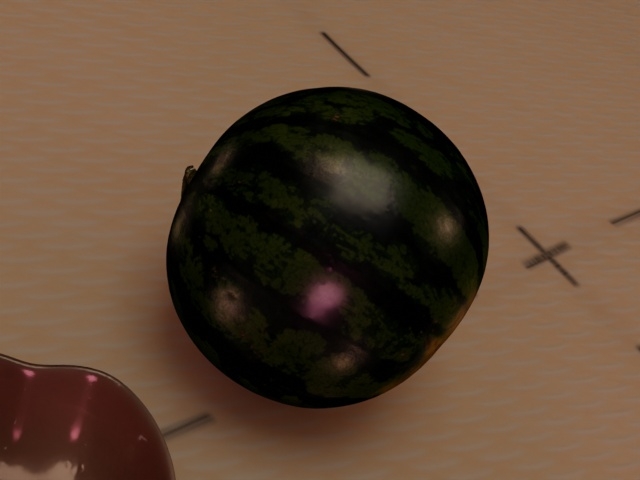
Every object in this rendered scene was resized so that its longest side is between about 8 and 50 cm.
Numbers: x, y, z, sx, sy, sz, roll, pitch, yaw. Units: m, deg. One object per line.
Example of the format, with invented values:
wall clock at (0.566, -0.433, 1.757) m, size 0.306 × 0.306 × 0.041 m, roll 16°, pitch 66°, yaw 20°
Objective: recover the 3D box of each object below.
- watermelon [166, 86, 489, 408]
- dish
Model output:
watermelon at (0.005, 0.003, 0.997) m, size 0.269 × 0.269 × 0.269 m, roll 16°, pitch 39°, yaw -13°
dish at (-0.204, 0.175, 0.806) m, size 0.213 × 0.090 × 0.213 m, roll 16°, pitch 37°, yaw -13°
